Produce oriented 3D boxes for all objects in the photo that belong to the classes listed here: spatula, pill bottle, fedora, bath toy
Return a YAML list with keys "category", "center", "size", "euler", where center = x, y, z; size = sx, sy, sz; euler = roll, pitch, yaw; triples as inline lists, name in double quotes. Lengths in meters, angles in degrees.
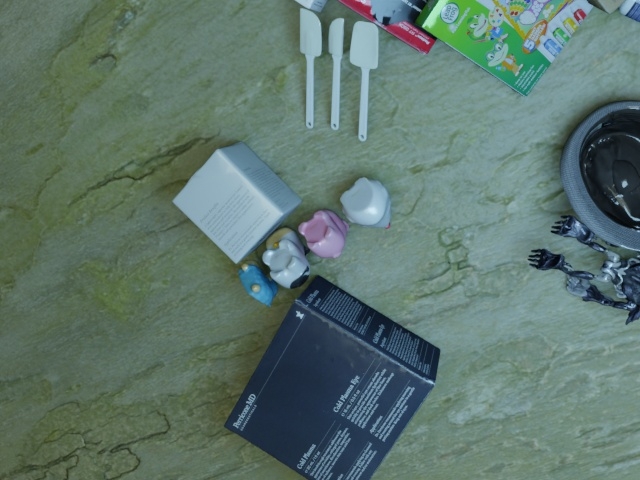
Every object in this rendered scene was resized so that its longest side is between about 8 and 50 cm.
- category: "spatula"
  center: [0.032, -0.305, 1.251]
  size: [0.168, 0.019, 0.242]
  euler: [18, 130, 22]
- category: "pill bottle"
  center: [0.555, -0.407, 1.125]
  size: [0.120, 0.067, 0.067]
  euler: [27, 109, 6]
- category: "fedora"
  center: [0.546, -0.103, 1.152]
  size: [0.244, 0.124, 0.275]
  euler: [-29, 73, 6]
- category: "bath toy"
  center: [0.000, 0.000, 1.342]
  size: [0.348, 0.129, 0.151]
  euler: [-34, 51, 16]

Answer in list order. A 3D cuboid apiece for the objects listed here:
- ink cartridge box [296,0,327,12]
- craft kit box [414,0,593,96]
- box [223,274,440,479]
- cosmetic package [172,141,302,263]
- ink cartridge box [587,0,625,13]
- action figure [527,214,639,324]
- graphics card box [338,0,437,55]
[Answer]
- category: "ink cartridge box"
  center: [-0.020, -0.573, 1.215]
  size: [0.172, 0.100, 0.237]
  euler: [34, 109, 4]
- category: "craft kit box"
  center: [0.333, -0.416, 1.137]
  size: [0.247, 0.061, 0.249]
  euler: [27, 110, -18]
- category: "box"
  center: [0.027, 0.307, 1.380]
  size: [0.313, 0.179, 0.343]
  euler: [31, 109, 4]
- category: "cosmetic package"
  center: [-0.166, -0.081, 1.348]
  size: [0.183, 0.151, 0.151]
  euler: [46, 109, 0]
- category: "ink cartridge box"
  center: [0.441, -0.507, 1.019]
  size: [0.235, 0.088, 0.193]
  euler: [37, 111, -23]
- category: "action figure"
  center: [0.526, 0.045, 1.214]
  size: [0.276, 0.141, 0.164]
  euler: [24, 101, -20]
- category: "graphics card box"
  center: [0.186, -0.541, 1.129]
  size: [0.233, 0.094, 0.370]
  euler: [25, 112, -21]
